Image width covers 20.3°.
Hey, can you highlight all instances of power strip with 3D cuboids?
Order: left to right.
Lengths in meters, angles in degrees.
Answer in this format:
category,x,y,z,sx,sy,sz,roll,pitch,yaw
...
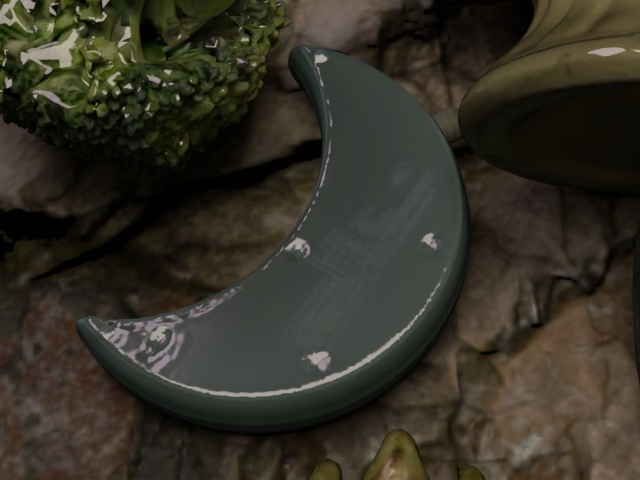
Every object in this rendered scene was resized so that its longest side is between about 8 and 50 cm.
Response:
category,x,y,z,sx,sy,sz,roll,pitch,yaw
power strip,0.000,0.000,0.968,0.167,0.054,0.253,32,69,18

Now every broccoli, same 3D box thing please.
category,x,y,z,sx,sy,sz,roll,pitch,yaw
broccoli,-0.115,-0.134,0.968,0.198,0.226,0.176,27,89,-11

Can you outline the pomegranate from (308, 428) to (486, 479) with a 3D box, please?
category,x,y,z,sx,sy,sz,roll,pitch,yaw
pomegranate,0.016,0.241,0.738,0.309,0.216,0.358,1,60,10

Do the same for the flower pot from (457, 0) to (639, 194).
category,x,y,z,sx,sy,sz,roll,pitch,yaw
flower pot,0.177,-0.163,0.918,0.307,0.307,0.244,1,75,7

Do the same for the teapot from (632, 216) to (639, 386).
category,x,y,z,sx,sy,sz,roll,pitch,yaw
teapot,0.276,0.051,0.862,0.225,0.171,0.203,-2,92,-3
